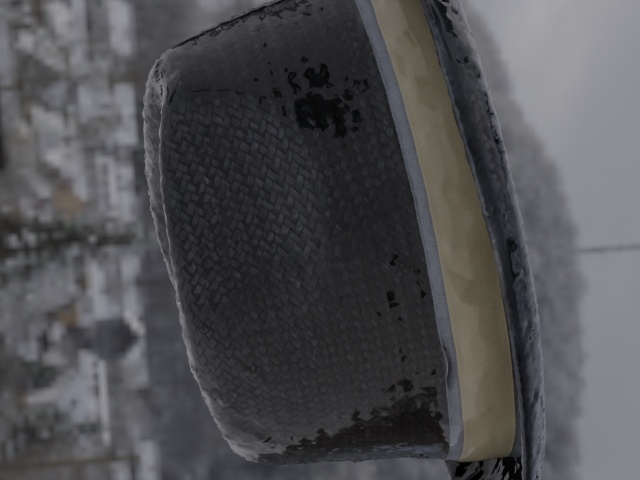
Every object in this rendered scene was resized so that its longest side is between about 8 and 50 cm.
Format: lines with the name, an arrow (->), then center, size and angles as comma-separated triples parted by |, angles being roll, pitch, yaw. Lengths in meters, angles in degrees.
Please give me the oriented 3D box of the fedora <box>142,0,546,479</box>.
fedora -> 0.000, 0.000, 0.938 | 0.334, 0.152, 0.334 | 166, -90, -85
